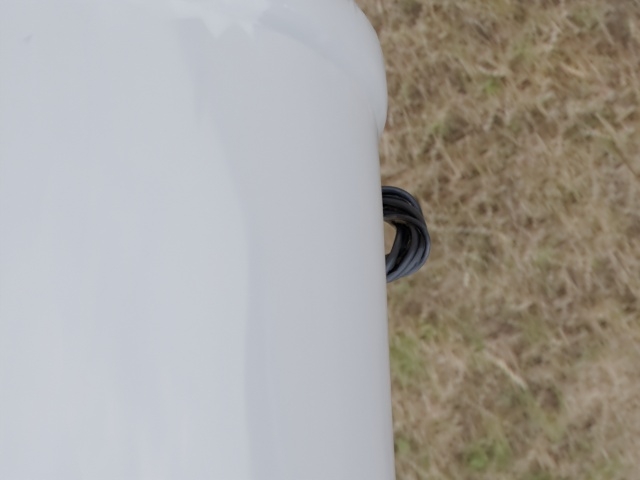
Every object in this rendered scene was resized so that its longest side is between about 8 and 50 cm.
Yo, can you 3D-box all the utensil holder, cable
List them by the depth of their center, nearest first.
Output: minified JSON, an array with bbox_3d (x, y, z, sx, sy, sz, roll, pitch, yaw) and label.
[{"bbox_3d":[-0.121,0.095,0.618,0.327,0.385,0.327,-2,160,-1],"label":"utensil holder"},{"bbox_3d":[0.000,0.000,1.068,0.184,0.150,0.047,6,120,26],"label":"cable"}]
